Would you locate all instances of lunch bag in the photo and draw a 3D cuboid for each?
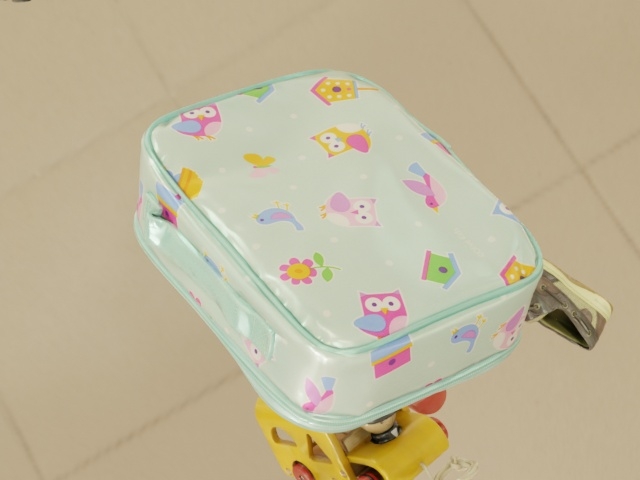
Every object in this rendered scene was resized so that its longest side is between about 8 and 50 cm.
[{"bbox_3d":[0.000,0.000,1.195,0.224,0.108,0.279,-23,51,-27],"label":"lunch bag"}]

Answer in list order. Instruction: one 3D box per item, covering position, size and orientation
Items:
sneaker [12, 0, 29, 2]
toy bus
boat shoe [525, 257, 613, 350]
[{"bbox_3d":[-0.099,-0.234,0.911,0.275,0.107,0.110,-41,79,-5],"label":"sneaker"},{"bbox_3d":[0.030,0.163,1.499,0.202,0.191,0.104,-23,109,13],"label":"toy bus"},{"bbox_3d":[0.192,0.049,1.457,0.152,0.056,0.049,26,66,-19],"label":"boat shoe"}]
